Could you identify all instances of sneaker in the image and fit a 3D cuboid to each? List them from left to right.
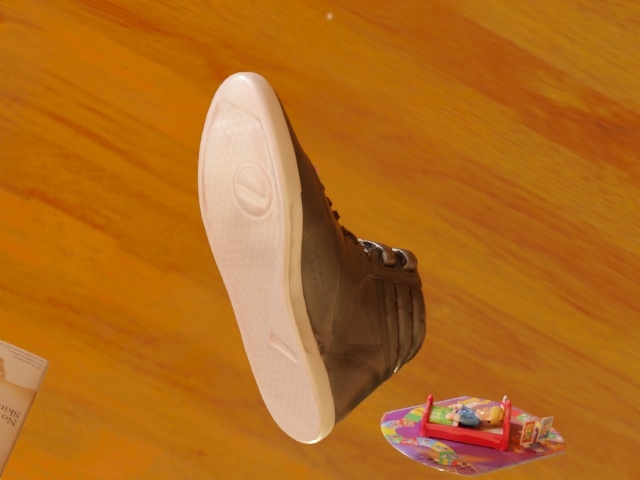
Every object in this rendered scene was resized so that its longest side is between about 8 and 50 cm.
[{"bbox_3d":[0.000,0.000,0.791,0.147,0.104,0.296,-25,108,-40],"label":"sneaker"}]

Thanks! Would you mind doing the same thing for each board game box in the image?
[{"bbox_3d":[0.139,0.162,0.891,0.168,0.133,0.033,-4,107,-32],"label":"board game box"}]

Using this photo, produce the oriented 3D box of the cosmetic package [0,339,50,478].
[{"bbox_3d":[-0.199,0.103,0.548,0.060,0.115,0.041,25,115,-14],"label":"cosmetic package"}]
